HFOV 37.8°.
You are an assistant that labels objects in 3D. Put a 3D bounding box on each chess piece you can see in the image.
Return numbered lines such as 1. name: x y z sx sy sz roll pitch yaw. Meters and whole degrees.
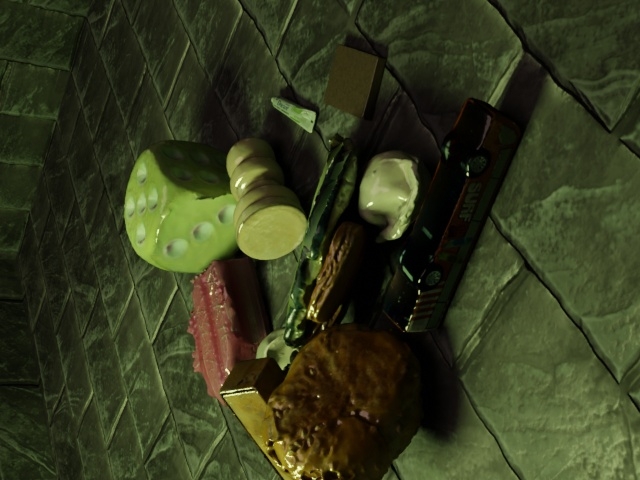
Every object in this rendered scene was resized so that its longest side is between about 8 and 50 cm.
1. chess piece: -0.136 -0.114 2.120 0.167 0.167 0.300 -61 31 34

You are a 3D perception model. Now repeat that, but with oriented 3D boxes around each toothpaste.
1. toothpaste: -0.063 -0.295 2.122 0.197 0.029 0.048 38 119 51

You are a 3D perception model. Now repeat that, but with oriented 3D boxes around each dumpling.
1. dumpling: 0.127 -0.078 1.666 0.250 0.132 0.162 174 92 -71
2. dumpling: -0.084 0.257 1.966 0.124 0.151 0.229 29 121 19

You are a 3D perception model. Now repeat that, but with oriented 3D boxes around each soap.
1. soap: -0.214 0.220 2.202 0.220 0.127 0.325 -47 48 47

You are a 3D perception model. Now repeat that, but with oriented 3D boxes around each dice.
1. dice: -0.328 -0.082 2.318 0.254 0.252 0.250 57 133 43

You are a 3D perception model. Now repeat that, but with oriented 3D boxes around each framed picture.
1. framed picture: 0.068 -0.326 1.913 0.168 0.023 0.128 35 114 56

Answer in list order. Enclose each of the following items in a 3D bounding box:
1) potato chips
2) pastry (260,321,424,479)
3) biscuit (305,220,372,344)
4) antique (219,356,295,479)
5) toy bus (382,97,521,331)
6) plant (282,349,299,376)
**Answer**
1. potato chips: 0.000 0.000 1.796 0.358 0.070 0.429 115 169 -84
2. pastry: 0.047 0.300 1.641 0.255 0.311 0.162 30 159 26
3. biscuit: 0.031 0.094 1.727 0.277 0.052 0.262 28 -95 -80
4. antique: -0.065 0.363 1.771 0.093 0.310 0.087 -14 29 34
5. toy bus: 0.213 -0.035 1.560 0.093 0.092 0.409 48 126 48
6. plant: -0.030 0.302 1.860 0.131 0.142 0.203 29 137 22
